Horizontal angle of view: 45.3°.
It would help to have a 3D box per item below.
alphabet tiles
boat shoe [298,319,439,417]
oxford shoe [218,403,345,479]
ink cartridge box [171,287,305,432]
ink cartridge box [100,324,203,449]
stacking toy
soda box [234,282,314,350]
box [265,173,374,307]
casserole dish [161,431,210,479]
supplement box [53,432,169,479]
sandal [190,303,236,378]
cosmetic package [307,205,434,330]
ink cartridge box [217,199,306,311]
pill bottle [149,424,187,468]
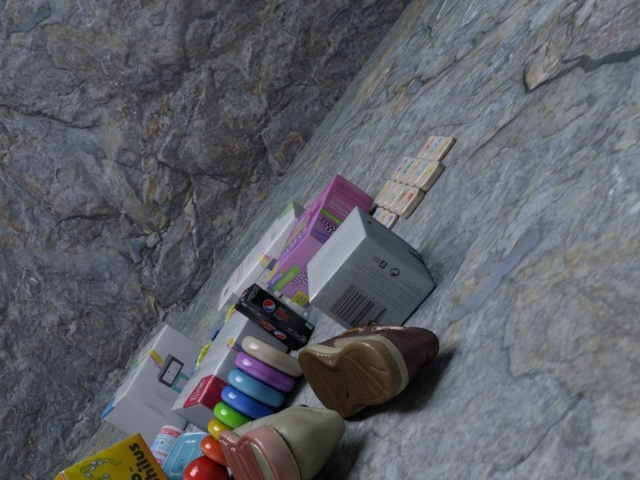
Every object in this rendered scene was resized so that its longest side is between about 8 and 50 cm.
[{"bbox_3d":[0.193,-0.124,1.727,0.278,0.021,0.284,-53,12,2],"label":"alphabet tiles"},{"bbox_3d":[0.071,0.185,1.170,0.123,0.123,0.342,-26,-6,-25],"label":"boat shoe"},{"bbox_3d":[-0.064,0.344,1.237,0.146,0.140,0.397,-25,-5,-23],"label":"oxford shoe"},{"bbox_3d":[-0.190,0.285,1.771,0.306,0.131,0.226,-58,12,-27],"label":"ink cartridge box"},{"bbox_3d":[-0.467,0.432,2.247,0.198,0.197,0.270,-42,16,43],"label":"ink cartridge box"},{"bbox_3d":[-0.161,0.362,1.511,0.330,0.141,0.141,-63,13,-8],"label":"stacking toy"},{"bbox_3d":[-0.100,0.167,1.665,0.060,0.169,0.053,-37,19,54],"label":"soda box"},{"bbox_3d":[0.000,0.000,1.846,0.213,0.117,0.243,-48,13,42],"label":"box"},{"bbox_3d":[-0.297,0.490,1.698,0.114,0.037,0.188,-9,33,22],"label":"casserole dish"},{"bbox_3d":[-0.475,0.599,1.618,0.195,0.194,0.356,-20,-22,-49],"label":"supplement box"},{"bbox_3d":[-0.257,0.307,2.022,0.138,0.126,0.317,-50,4,33],"label":"sandal"},{"bbox_3d":[0.080,0.060,1.324,0.151,0.151,0.183,-51,14,13],"label":"cosmetic package"},{"bbox_3d":[-0.142,0.073,2.205,0.353,0.119,0.207,-50,13,10],"label":"ink cartridge box"},{"bbox_3d":[-0.392,0.548,1.904,0.087,0.087,0.160,-40,19,47],"label":"pill bottle"}]
